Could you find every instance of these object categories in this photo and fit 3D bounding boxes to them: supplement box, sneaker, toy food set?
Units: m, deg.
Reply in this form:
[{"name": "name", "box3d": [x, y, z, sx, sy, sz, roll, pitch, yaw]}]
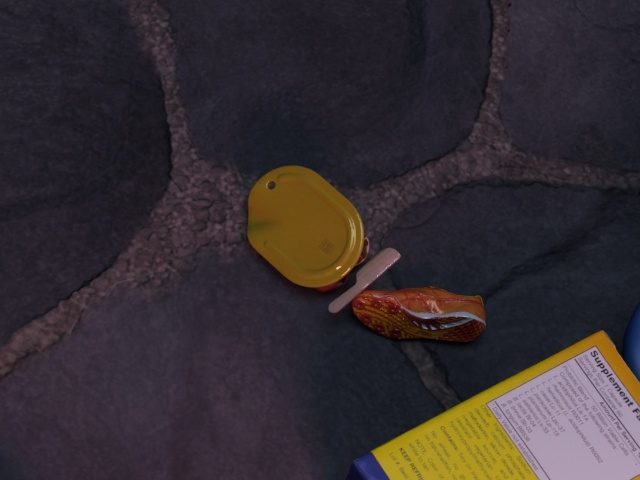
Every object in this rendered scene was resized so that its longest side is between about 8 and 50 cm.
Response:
[{"name": "supplement box", "box3d": [0.221, 0.292, 1.974, 0.356, 0.195, 0.194, -25, 66, -20]}, {"name": "sneaker", "box3d": [0.123, 0.089, 2.171, 0.175, 0.064, 0.067, 10, 38, -7]}, {"name": "toy food set", "box3d": [0.000, 0.000, 2.197, 0.218, 0.071, 0.128, 43, 94, 23]}]

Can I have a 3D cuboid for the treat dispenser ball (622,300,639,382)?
[{"name": "treat dispenser ball", "box3d": [0.506, 0.151, 2.044, 0.288, 0.288, 0.288, 4, 59, -6]}]
